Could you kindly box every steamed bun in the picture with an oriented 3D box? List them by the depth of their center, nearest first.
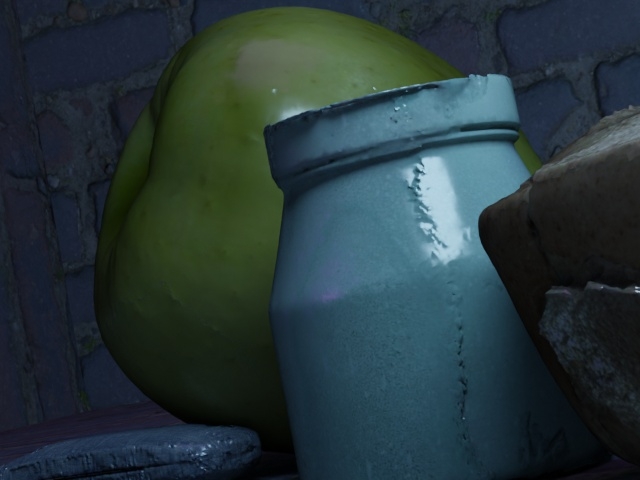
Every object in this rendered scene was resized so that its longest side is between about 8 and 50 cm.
[{"bbox_3d":[0.223,0.026,1.051,0.199,0.251,0.301,-19,-3,-25],"label":"steamed bun"}]

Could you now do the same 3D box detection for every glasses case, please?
[{"bbox_3d":[-0.181,0.209,1.600,0.282,0.067,0.109,-14,-7,33],"label":"glasses case"}]

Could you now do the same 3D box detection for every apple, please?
[{"bbox_3d":[0.000,0.000,1.704,0.473,0.474,0.473,-10,-2,0],"label":"apple"}]

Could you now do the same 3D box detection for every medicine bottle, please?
[{"bbox_3d":[0.077,0.037,1.301,0.245,0.290,0.245,-11,-2,0],"label":"medicine bottle"}]
